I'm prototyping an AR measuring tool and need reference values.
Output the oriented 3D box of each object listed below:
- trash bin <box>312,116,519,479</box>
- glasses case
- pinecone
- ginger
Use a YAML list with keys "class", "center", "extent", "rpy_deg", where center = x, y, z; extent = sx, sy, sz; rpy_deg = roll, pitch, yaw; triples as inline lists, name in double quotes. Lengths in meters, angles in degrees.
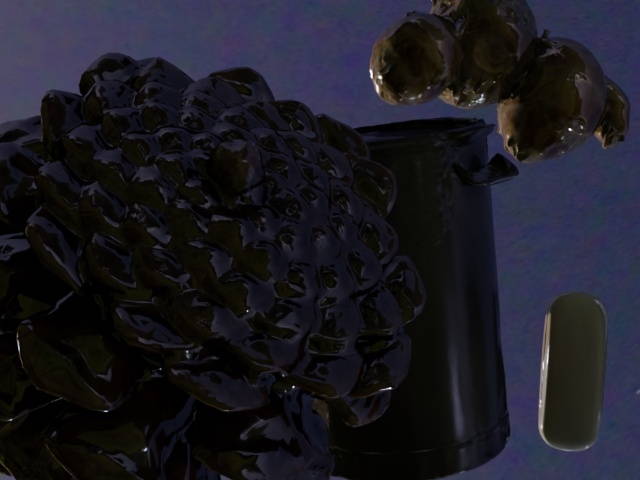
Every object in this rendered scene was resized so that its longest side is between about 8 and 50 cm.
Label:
- class: "trash bin"
  center: [0.063, 0.044, 0.990]
  extent: [0.252, 0.203, 0.302]
  rpy_deg: [4, -75, 36]
- class: "glasses case"
  center: [0.259, 0.134, 1.097]
  extent: [0.063, 0.041, 0.164]
  rpy_deg: [3, -89, 1]
- class: "pinecone"
  center: [-0.065, 0.028, 0.449]
  extent: [0.207, 0.207, 0.208]
  rpy_deg: [10, -72, 34]
- class: "ginger"
  center: [0.255, -0.223, 1.456]
  extent: [0.375, 0.256, 0.176]
  rpy_deg: [27, -35, -10]
